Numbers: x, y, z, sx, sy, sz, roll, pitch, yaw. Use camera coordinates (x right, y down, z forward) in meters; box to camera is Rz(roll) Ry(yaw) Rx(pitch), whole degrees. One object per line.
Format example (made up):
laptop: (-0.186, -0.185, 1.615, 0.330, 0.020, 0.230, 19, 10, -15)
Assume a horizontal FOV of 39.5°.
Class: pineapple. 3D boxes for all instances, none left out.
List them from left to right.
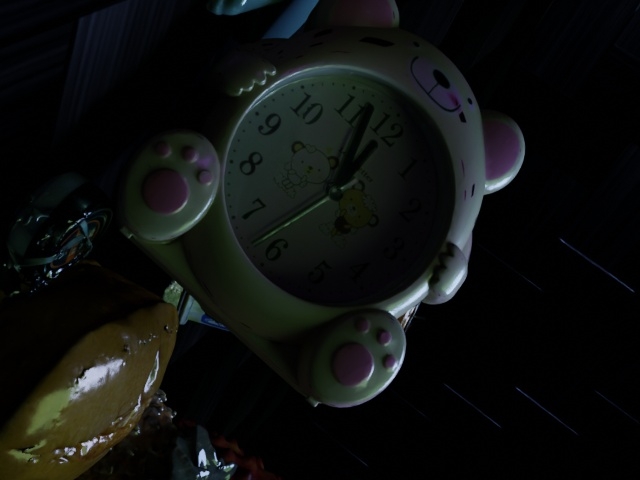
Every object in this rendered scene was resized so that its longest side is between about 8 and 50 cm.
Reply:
pineapple: (-0.181, 0.258, 0.969, 0.170, 0.310, 0.141, -54, 168, 9)

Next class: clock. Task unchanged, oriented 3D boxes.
clock: (0.011, -0.048, 0.764, 0.309, 0.284, 0.114, -49, -171, -13)

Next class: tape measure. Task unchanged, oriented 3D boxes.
tape measure: (-0.203, -0.008, 0.687, 0.094, 0.054, 0.091, -52, 174, 36)

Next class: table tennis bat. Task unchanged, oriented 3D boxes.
table tennis bat: (-0.033, -0.221, 0.772, 0.153, 0.040, 0.244, -53, 174, 27)

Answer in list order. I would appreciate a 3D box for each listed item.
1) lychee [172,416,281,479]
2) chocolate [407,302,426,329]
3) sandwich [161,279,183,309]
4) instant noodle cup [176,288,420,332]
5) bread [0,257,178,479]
lychee: (-0.193, 0.471, 1.221, 0.425, 0.500, 0.424, -13, 122, -21)
chocolate: (0.011, 0.096, 1.438, 0.186, 0.283, 0.283, -54, 170, 13)
sandwich: (-0.139, 0.022, 1.210, 0.117, 0.144, 0.187, -57, -155, 22)
instant noodle cup: (0.000, 0.000, 0.949, 0.296, 0.214, 0.296, -155, -90, -86)
bread: (-0.224, 0.117, 0.778, 0.195, 0.143, 0.270, -56, 169, 8)
